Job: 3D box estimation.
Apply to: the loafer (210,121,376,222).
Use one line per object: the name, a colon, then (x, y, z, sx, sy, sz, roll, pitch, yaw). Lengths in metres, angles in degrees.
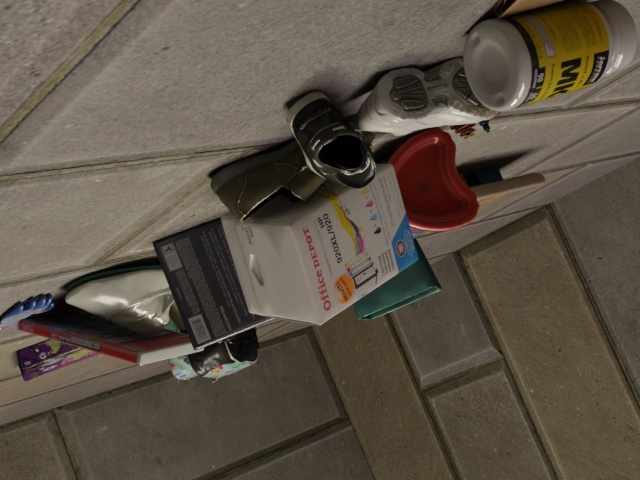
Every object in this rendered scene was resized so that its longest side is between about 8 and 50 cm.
loafer: (-0.030, -0.096, 1.473, 0.251, 0.087, 0.094, -22, 171, -2)

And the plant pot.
plant pot: (0.120, 0.023, 2.067, 0.166, 0.234, 0.166, -24, 170, 9)

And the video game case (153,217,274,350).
video game case: (-0.123, 0.047, 1.737, 0.274, 0.196, 0.026, -21, 173, -12)

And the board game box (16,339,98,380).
board game box: (-0.518, 0.229, 2.324, 0.347, 0.056, 0.208, -20, 175, -19)

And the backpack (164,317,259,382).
backpack: (-0.241, 0.193, 2.210, 0.191, 0.225, 0.253, -24, 169, 15)

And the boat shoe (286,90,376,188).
boat shoe: (0.027, -0.113, 1.357, 0.084, 0.079, 0.233, -43, 154, 2)

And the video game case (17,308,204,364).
video game case: (-0.388, 0.175, 1.891, 0.285, 0.025, 0.204, 11, -173, 26)

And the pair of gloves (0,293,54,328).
pair of gloves: (-0.560, 0.139, 1.764, 0.198, 0.023, 0.159, -12, 166, -47)

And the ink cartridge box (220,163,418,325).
ink cartridge box: (0.000, 0.000, 1.565, 0.233, 0.171, 0.168, -31, -157, -37)

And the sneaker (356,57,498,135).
sneaker: (0.145, -0.192, 1.404, 0.232, 0.090, 0.115, -5, 169, -34)

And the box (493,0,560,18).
box: (0.323, -0.328, 1.197, 0.201, 0.021, 0.164, -20, 171, -19)

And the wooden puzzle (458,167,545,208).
wooden puzzle: (0.301, -0.092, 2.373, 0.322, 0.080, 0.348, -13, 171, -46)

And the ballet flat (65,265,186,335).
ballet flat: (-0.293, 0.109, 1.898, 0.139, 0.139, 0.400, -29, 169, 33)

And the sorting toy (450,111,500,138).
sorting toy: (0.273, -0.204, 1.731, 0.102, 0.042, 0.061, -27, 170, 26)

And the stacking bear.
stacking bear: (0.132, -0.072, 1.838, 0.164, 0.175, 0.289, -21, 179, -21)

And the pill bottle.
pill bottle: (0.300, -0.246, 1.314, 0.209, 0.119, 0.119, -19, 170, -26)
